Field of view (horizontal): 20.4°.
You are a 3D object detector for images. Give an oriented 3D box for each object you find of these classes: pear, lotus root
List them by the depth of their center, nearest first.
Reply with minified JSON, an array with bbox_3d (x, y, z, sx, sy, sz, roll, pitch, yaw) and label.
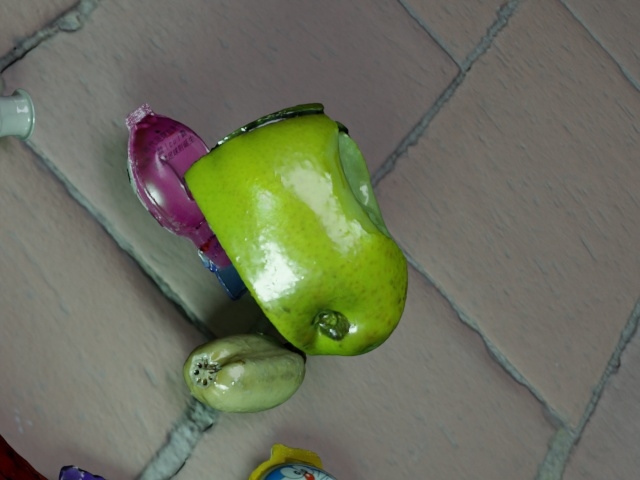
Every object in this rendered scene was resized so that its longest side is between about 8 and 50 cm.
[{"bbox_3d":[-0.074,0.143,1.913,0.090,0.077,0.183,39,22,24],"label":"lotus root"},{"bbox_3d":[0.000,0.000,1.965,0.292,0.159,0.292,57,12,-19],"label":"pear"}]

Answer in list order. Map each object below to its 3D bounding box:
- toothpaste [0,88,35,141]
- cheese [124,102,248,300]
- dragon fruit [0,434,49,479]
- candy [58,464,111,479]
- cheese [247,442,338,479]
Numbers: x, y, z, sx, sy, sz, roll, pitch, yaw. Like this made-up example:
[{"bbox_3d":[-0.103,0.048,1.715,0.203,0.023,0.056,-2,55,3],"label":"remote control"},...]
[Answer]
[{"bbox_3d":[-0.421,-0.126,1.821,0.266,0.061,0.096,-4,63,-40],"label":"toothpaste"},{"bbox_3d":[-0.148,-0.045,2.018,0.244,0.062,0.155,58,34,-13],"label":"cheese"},{"bbox_3d":[-0.383,0.220,1.530,0.329,0.228,0.286,43,0,24],"label":"dragon fruit"},{"bbox_3d":[-0.186,0.340,1.639,0.145,0.070,0.275,31,36,-34],"label":"candy"},{"bbox_3d":[-0.006,0.332,1.829,0.177,0.069,0.270,19,47,-35],"label":"cheese"}]
